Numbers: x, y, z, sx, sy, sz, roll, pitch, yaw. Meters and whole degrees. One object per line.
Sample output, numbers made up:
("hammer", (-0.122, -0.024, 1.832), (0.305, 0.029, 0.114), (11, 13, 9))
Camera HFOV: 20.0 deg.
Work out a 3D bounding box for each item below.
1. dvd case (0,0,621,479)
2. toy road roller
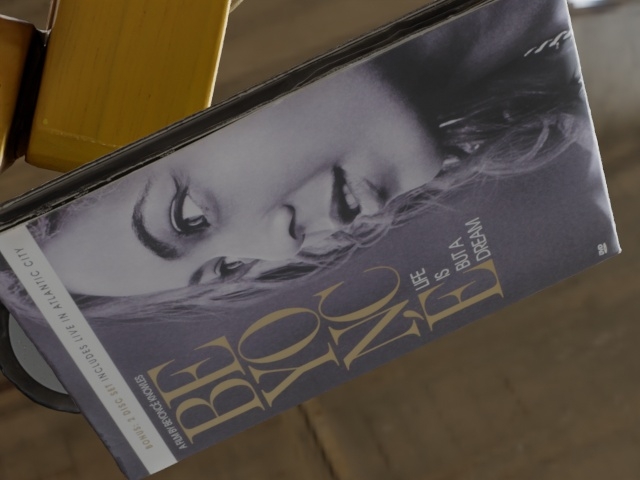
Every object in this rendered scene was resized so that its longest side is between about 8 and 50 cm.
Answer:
("dvd case", (0.000, 0.000, 0.674), (0.221, 0.164, 0.018), (-25, -130, -1))
("toy road roller", (-0.177, -0.075, 0.945), (0.241, 0.329, 0.202), (14, -176, -11))
